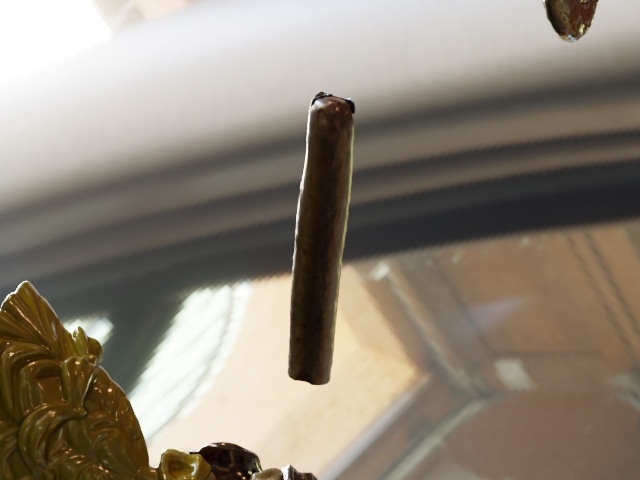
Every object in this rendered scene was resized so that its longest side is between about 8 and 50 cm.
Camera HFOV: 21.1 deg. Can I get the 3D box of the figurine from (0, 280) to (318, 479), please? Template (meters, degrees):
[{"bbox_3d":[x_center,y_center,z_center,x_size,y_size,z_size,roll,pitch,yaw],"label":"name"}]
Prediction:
[{"bbox_3d":[-0.123,0.184,1.285,0.315,0.187,0.168,25,-36,3],"label":"figurine"}]

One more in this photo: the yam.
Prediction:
[{"bbox_3d":[0.000,0.000,1.504,0.046,0.046,0.264,28,-61,51],"label":"yam"}]

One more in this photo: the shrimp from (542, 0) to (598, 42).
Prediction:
[{"bbox_3d":[0.197,-0.243,1.358,0.042,0.190,0.101,-8,-32,26],"label":"shrimp"}]
